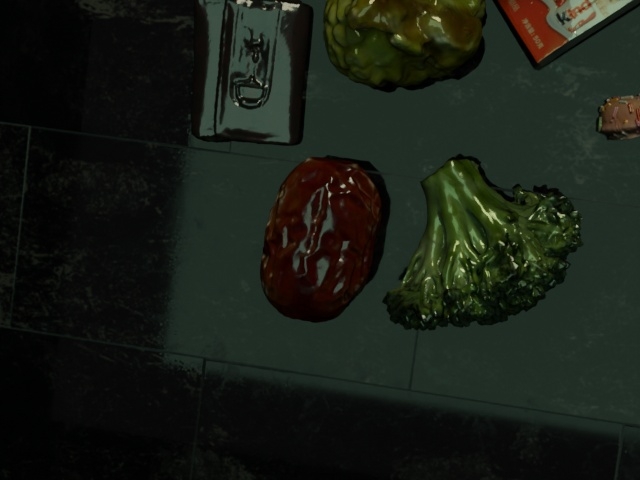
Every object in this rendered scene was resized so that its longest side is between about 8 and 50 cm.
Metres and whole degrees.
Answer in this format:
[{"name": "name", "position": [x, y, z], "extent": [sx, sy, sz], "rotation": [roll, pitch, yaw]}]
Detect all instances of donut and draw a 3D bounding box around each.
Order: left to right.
[{"name": "donut", "position": [0.489, -0.188, 1.775], "extent": [0.166, 0.117, 0.065], "rotation": [-12, 97, 9]}]

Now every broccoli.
[{"name": "broccoli", "position": [0.224, 0.004, 1.779], "extent": [0.288, 0.248, 0.246], "rotation": [-18, 84, -34]}]

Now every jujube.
[{"name": "jujube", "position": [0.000, 0.000, 1.836], "extent": [0.174, 0.174, 0.250], "rotation": [9, 93, 7]}]

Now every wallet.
[{"name": "wallet", "position": [-0.113, -0.263, 1.891], "extent": [0.182, 0.049, 0.229], "rotation": [4, 97, 5]}]

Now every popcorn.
[{"name": "popcorn", "position": [0.118, -0.322, 1.752], "extent": [0.236, 0.251, 0.206], "rotation": [5, 101, 12]}]

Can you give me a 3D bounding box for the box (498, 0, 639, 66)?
[{"name": "box", "position": [0.360, -0.438, 1.773], "extent": [0.265, 0.048, 0.273], "rotation": [-33, 78, 15]}]
